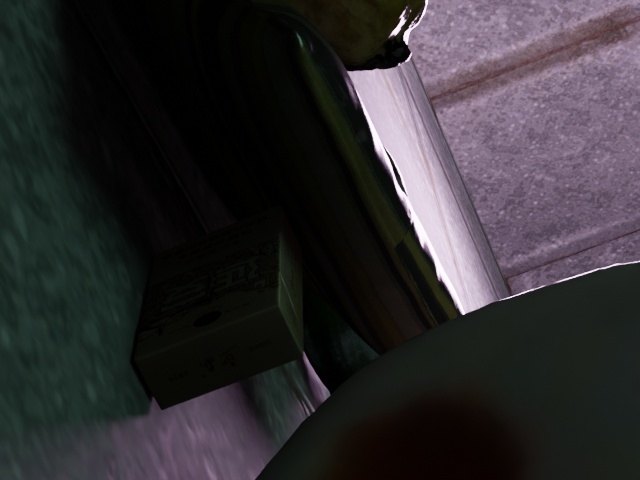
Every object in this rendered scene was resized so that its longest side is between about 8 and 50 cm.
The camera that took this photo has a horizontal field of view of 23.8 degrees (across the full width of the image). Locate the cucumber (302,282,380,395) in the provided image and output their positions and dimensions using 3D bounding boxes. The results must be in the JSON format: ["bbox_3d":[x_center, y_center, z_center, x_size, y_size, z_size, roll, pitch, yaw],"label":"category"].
[{"bbox_3d":[0.000,0.000,0.797,0.056,0.056,0.250,43,26,-72],"label":"cucumber"}]

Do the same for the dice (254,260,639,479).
[{"bbox_3d":[0.138,0.204,0.452,0.304,0.277,0.304,-94,165,-58],"label":"dice"}]

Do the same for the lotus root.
[{"bbox_3d":[-0.007,-0.207,1.042,0.214,0.138,0.138,54,14,-23],"label":"lotus root"}]

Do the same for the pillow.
[{"bbox_3d":[-0.019,-0.042,0.617,0.212,0.052,0.208,44,-14,49],"label":"pillow"}]

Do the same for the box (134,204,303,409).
[{"bbox_3d":[-0.034,0.022,0.528,0.083,0.053,0.024,-94,160,-67],"label":"box"}]
